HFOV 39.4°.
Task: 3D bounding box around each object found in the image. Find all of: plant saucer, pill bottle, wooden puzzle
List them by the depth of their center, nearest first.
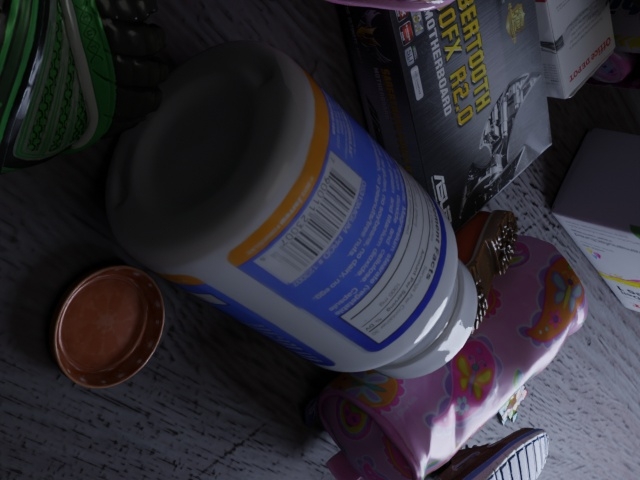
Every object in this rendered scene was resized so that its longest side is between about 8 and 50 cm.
[{"bbox_3d":[-0.140,0.055,0.585,0.083,0.013,0.084,-18,116,-42],"label":"plant saucer"},{"bbox_3d":[0.000,0.000,0.611,0.272,0.152,0.152,37,76,-47],"label":"pill bottle"},{"bbox_3d":[0.211,0.174,0.997,0.049,0.006,0.083,-50,133,-23],"label":"wooden puzzle"}]

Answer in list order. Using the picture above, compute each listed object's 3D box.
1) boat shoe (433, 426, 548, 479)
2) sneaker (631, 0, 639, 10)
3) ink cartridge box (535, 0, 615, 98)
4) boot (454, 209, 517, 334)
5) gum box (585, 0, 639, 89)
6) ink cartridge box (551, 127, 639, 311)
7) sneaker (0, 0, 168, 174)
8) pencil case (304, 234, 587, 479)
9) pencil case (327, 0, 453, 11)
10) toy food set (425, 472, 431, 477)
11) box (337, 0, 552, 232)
[{"bbox_3d":[0.161,0.241,0.923,0.183,0.066,0.066,-25,118,-32],"label":"boat shoe"},{"bbox_3d":[0.282,-0.330,0.803,0.130,0.109,0.286,12,65,-37],"label":"sneaker"},{"bbox_3d":[0.222,-0.217,0.839,0.099,0.056,0.135,-44,130,-27],"label":"ink cartridge box"},{"bbox_3d":[0.105,0.030,0.768,0.158,0.084,0.059,-52,137,-41],"label":"boot"},{"bbox_3d":[0.361,-0.206,0.891,0.107,0.188,0.062,-58,136,-16],"label":"gum box"},{"bbox_3d":[0.416,0.005,1.009,0.278,0.201,0.117,39,76,-46],"label":"ink cartridge box"},{"bbox_3d":[-0.178,-0.177,0.378,0.146,0.134,0.344,-36,127,-32],"label":"sneaker"},{"bbox_3d":[0.122,0.109,0.805,0.284,0.124,0.124,-37,127,-32],"label":"pencil case"},{"bbox_3d":[0.044,-0.333,0.499,0.167,0.160,0.386,-17,124,-39],"label":"pencil case"},{"bbox_3d":[0.095,0.193,0.871,0.082,0.020,0.083,19,88,-48],"label":"toy food set"},{"bbox_3d":[0.114,-0.139,0.753,0.183,0.056,0.231,-38,128,-31],"label":"box"}]
